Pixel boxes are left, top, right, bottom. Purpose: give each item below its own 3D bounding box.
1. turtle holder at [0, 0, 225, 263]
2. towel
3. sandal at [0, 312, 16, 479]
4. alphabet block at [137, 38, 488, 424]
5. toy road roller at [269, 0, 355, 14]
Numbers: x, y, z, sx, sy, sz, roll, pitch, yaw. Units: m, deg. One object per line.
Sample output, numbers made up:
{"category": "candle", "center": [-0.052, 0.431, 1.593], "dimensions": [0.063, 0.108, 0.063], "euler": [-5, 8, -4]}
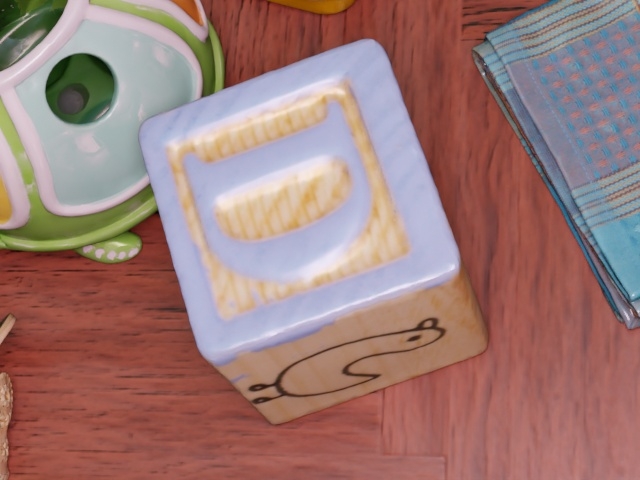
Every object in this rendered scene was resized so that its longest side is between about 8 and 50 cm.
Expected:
{"category": "turtle holder", "center": [-0.239, -0.116, 1.169], "dimensions": [0.320, 0.227, 0.243], "euler": [-22, 68, 4]}
{"category": "towel", "center": [0.335, -0.130, 1.149], "dimensions": [0.370, 0.040, 0.271], "euler": [-27, 68, 2]}
{"category": "sandal", "center": [-0.285, 0.174, 1.172], "dimensions": [0.079, 0.088, 0.240], "euler": [38, 89, -10]}
{"category": "alphabet block", "center": [0.000, 0.000, 1.091], "dimensions": [0.192, 0.197, 0.193], "euler": [-19, 67, 6]}
{"category": "toy road roller", "center": [-0.072, -0.359, 1.240], "dimensions": [0.330, 0.202, 0.240], "euler": [20, 65, 19]}
